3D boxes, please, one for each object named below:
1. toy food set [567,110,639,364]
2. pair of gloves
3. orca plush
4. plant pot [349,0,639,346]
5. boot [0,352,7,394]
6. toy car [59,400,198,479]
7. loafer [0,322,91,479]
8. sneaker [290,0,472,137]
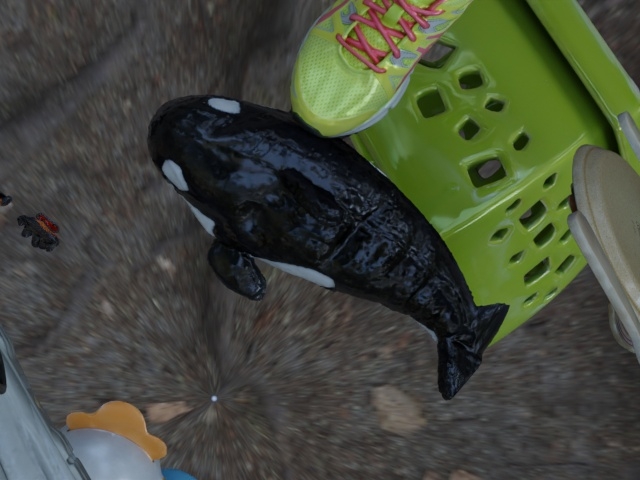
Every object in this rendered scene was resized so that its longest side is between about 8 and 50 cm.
[{"bbox_3d":[0.170,0.009,1.124,0.038,0.192,0.132,-25,101,25],"label":"toy food set"},{"bbox_3d":[-0.230,-0.023,1.487,0.083,0.074,0.010,38,71,-1],"label":"pair of gloves"},{"bbox_3d":[0.000,0.000,1.359,0.151,0.102,0.287,-40,93,4],"label":"orca plush"},{"bbox_3d":[0.145,-0.082,1.594,0.207,0.228,0.227,-29,61,-1],"label":"plant pot"},{"bbox_3d":[-0.267,0.006,0.912,0.161,0.083,0.246,-34,111,7],"label":"boot"},{"bbox_3d":[-0.198,0.252,1.924,0.210,0.238,0.219,20,41,-3],"label":"toy car"},{"bbox_3d":[-0.267,0.120,1.451,0.111,0.112,0.319,-30,83,-5],"label":"loafer"},{"bbox_3d":[0.053,-0.160,1.351,0.081,0.094,0.208,39,83,1],"label":"sneaker"}]
